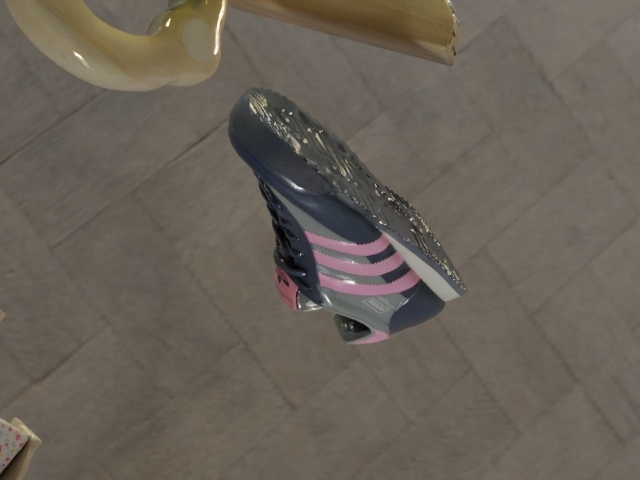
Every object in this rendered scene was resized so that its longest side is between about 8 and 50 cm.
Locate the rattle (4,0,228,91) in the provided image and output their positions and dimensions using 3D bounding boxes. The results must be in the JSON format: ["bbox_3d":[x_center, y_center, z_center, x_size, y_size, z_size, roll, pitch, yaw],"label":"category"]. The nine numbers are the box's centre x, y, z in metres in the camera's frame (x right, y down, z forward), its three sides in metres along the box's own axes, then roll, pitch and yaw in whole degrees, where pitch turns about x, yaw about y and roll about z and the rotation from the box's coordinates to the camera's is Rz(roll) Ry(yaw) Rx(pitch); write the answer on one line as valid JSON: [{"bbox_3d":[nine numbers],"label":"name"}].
[{"bbox_3d":[-0.091,-0.140,0.592,0.199,0.142,0.130,24,81,-43],"label":"rattle"}]

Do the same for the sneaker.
[{"bbox_3d":[0.000,0.000,1.134,0.131,0.112,0.319,-35,137,13],"label":"sneaker"}]

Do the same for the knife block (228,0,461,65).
[{"bbox_3d":[-0.040,-0.228,1.209,0.242,0.088,0.276,-29,83,8],"label":"knife block"}]

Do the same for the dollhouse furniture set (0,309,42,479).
[{"bbox_3d":[-0.318,0.275,1.298,0.355,0.174,0.303,-51,146,-8],"label":"dollhouse furniture set"}]
